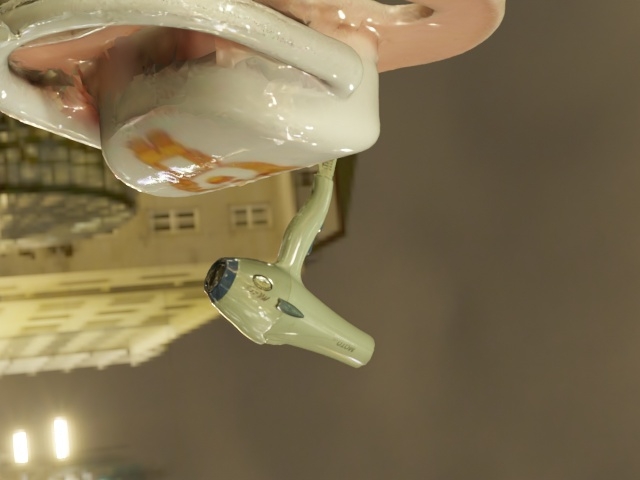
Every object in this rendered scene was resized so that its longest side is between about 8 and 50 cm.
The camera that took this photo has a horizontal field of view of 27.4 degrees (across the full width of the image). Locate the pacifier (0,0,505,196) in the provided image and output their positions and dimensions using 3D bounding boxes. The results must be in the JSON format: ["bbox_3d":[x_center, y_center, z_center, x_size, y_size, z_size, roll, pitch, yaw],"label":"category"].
[{"bbox_3d":[-0.051,-0.137,0.773,0.332,0.220,0.273,-11,-138,45],"label":"pacifier"}]

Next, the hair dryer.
[{"bbox_3d":[0.008,0.018,1.155,0.199,0.167,0.067,-53,-152,-16],"label":"hair dryer"}]
